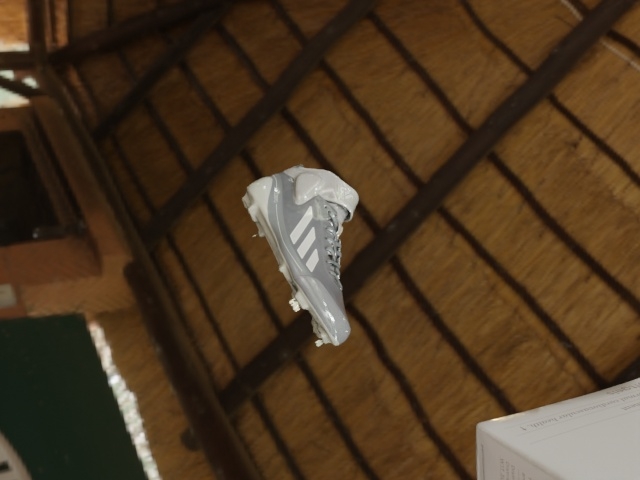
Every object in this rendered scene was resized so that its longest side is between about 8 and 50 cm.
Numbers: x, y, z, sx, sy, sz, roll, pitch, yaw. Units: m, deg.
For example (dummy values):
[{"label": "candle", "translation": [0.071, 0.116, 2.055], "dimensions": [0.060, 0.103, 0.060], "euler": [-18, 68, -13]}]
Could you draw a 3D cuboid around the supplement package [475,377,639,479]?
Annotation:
[{"label": "supplement package", "translation": [0.146, 0.127, 0.303], "dimensions": [0.179, 0.105, 0.105], "euler": [-157, -120, -63]}]

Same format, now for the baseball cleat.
[{"label": "baseball cleat", "translation": [0.000, 0.000, 0.845], "dimensions": [0.205, 0.110, 0.072], "euler": [59, -6, 33]}]
